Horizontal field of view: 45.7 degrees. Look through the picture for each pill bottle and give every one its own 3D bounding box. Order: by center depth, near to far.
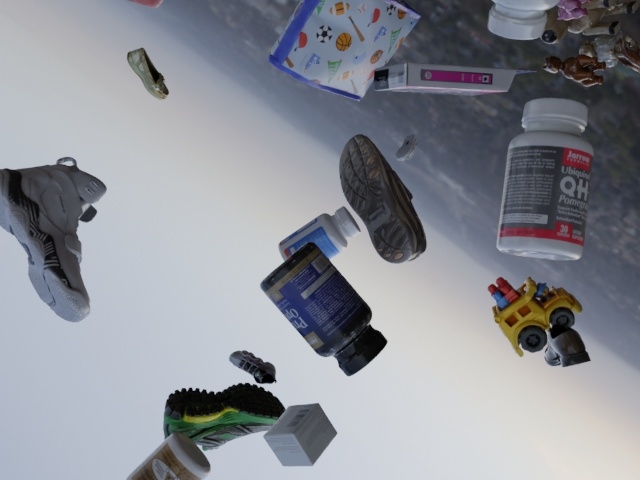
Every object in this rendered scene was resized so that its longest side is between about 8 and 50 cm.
[{"bbox_3d":[0.308,-0.411,1.119,0.117,0.209,0.118,2,-143,-2],"label":"pill bottle"},{"bbox_3d":[0.010,0.119,1.292,0.219,0.122,0.123,49,-173,0],"label":"pill bottle"},{"bbox_3d":[0.474,-0.126,1.589,0.176,0.319,0.176,8,176,1],"label":"pill bottle"},{"bbox_3d":[-0.377,0.569,1.766,0.131,0.229,0.131,46,177,3],"label":"pill bottle"},{"bbox_3d":[0.000,0.000,2.164,0.124,0.221,0.124,54,-170,-15],"label":"pill bottle"}]

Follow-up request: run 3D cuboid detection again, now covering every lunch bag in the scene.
[{"bbox_3d":[0.045,-0.598,2.126,0.239,0.328,0.385,44,-156,22],"label":"lunch bag"}]

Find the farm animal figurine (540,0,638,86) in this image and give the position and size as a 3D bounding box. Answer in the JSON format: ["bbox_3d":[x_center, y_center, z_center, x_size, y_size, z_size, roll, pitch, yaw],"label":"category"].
[{"bbox_3d":[0.564,-0.520,1.686,0.172,0.331,0.326,14,-147,44],"label":"farm animal figurine"}]

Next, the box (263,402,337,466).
[{"bbox_3d":[-0.041,0.407,1.591,0.101,0.102,0.087,-44,-72,-43],"label":"box"}]

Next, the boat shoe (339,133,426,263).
[{"bbox_3d":[0.156,-0.099,1.892,0.130,0.132,0.356,6,-122,-52],"label":"boat shoe"}]

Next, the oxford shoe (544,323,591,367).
[{"bbox_3d":[0.551,0.234,1.715,0.227,0.082,0.096,75,180,-79],"label":"oxford shoe"}]

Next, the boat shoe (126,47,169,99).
[{"bbox_3d":[-0.415,-0.410,1.873,0.056,0.048,0.153,-88,-26,-42],"label":"boat shoe"}]

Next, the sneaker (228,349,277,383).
[{"bbox_3d":[-0.124,0.243,1.430,0.098,0.038,0.069,22,-169,-17],"label":"sneaker"}]

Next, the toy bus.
[{"bbox_3d":[0.574,0.176,2.096,0.211,0.220,0.149,50,-166,-3],"label":"toy bus"}]

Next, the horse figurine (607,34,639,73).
[{"bbox_3d":[0.752,-0.398,1.674,0.263,0.066,0.174,-16,-130,-37],"label":"horse figurine"}]

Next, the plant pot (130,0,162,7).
[{"bbox_3d":[-0.314,-0.563,1.175,0.267,0.268,0.235,4,164,-43],"label":"plant pot"}]

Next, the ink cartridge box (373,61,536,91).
[{"bbox_3d":[0.337,-0.402,1.906,0.370,0.069,0.175,-4,-172,-21],"label":"ink cartridge box"}]

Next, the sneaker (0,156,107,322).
[{"bbox_3d":[-0.530,-0.018,1.600,0.210,0.137,0.366,-27,-102,-36],"label":"sneaker"}]

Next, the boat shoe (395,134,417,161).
[{"bbox_3d":[0.202,-0.206,1.758,0.035,0.035,0.100,61,-146,-27],"label":"boat shoe"}]

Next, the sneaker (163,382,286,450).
[{"bbox_3d":[-0.242,0.457,1.945,0.343,0.146,0.134,5,-153,-27],"label":"sneaker"}]
